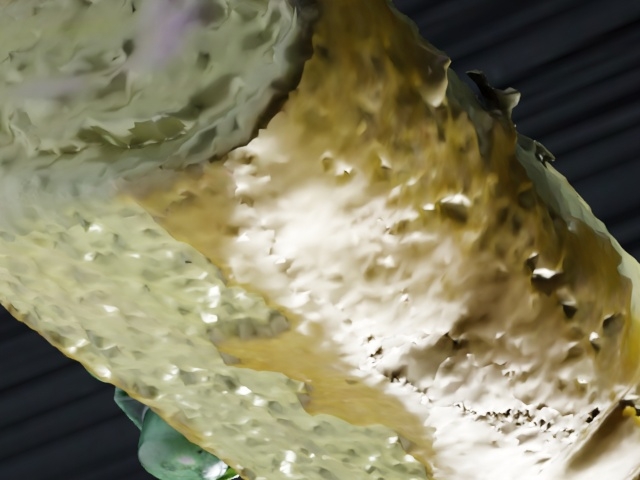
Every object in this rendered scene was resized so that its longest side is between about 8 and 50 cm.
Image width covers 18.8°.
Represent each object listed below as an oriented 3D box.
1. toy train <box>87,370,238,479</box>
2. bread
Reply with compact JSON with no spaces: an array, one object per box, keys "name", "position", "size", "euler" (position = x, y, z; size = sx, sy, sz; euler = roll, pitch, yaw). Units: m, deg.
[{"name":"toy train","position":[-0.035,0.029,1.205],"size":[0.159,0.188,0.271],"euler":[55,36,-41]},{"name":"bread","position":[0.000,0.000,0.854],"size":[0.375,0.236,0.165],"euler":[40,52,-45]}]
